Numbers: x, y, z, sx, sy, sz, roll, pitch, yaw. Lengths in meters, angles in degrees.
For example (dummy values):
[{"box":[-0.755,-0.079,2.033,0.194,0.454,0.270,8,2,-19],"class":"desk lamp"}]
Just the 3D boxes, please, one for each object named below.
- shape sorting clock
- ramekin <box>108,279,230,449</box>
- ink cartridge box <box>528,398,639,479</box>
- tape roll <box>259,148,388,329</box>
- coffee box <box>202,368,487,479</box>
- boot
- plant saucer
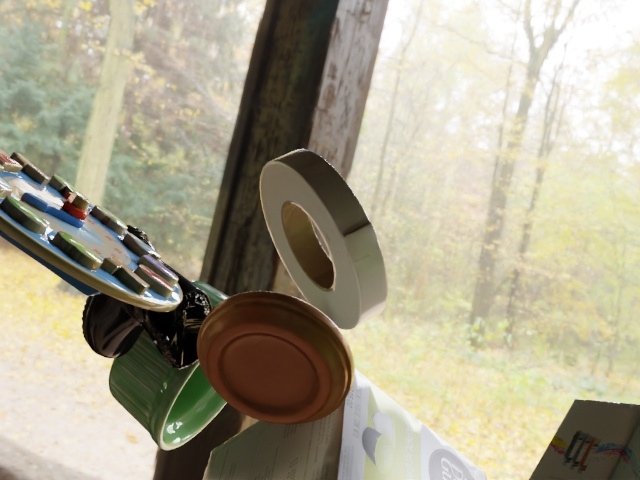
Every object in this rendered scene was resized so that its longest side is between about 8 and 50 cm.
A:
[{"box":[-0.189,-0.015,0.552,0.206,0.040,0.206,33,3,-2],"class":"shape sorting clock"},{"box":[-0.250,0.221,1.371,0.148,0.303,0.303,33,4,16],"class":"ramekin"},{"box":[0.371,0.313,0.945,0.128,0.176,0.127,46,-23,-14],"class":"ink cartridge box"},{"box":[0.000,0.000,1.520,0.072,0.392,0.392,-26,15,-22],"class":"tape roll"},{"box":[0.027,0.462,1.087,0.334,0.338,0.337,41,31,-20],"class":"coffee box"},{"box":[-0.256,0.126,1.074,0.094,0.246,0.207,-10,40,-42],"class":"boot"},{"box":[-0.059,0.153,0.890,0.200,0.199,0.037,13,33,8],"class":"plant saucer"}]
